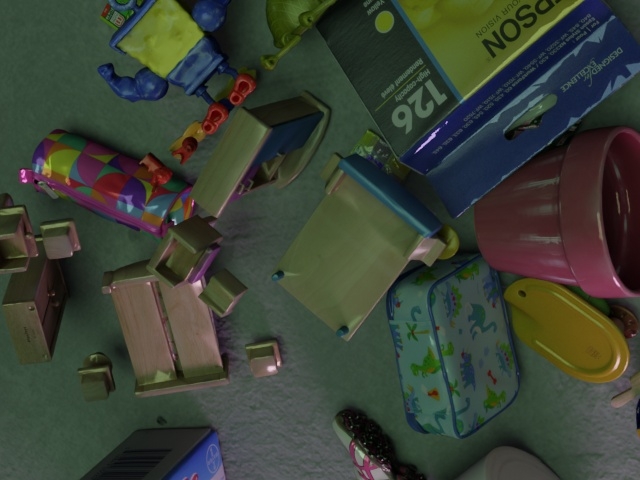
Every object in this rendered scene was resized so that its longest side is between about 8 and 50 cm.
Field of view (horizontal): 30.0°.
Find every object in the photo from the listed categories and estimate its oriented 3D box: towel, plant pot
[{"bbox_3d":[0.079,-0.102,1.578,0.083,0.009,0.060,40,115,4],"label":"towel"},{"bbox_3d":[0.292,-0.030,1.436,0.180,0.201,0.201,-3,105,36],"label":"plant pot"}]

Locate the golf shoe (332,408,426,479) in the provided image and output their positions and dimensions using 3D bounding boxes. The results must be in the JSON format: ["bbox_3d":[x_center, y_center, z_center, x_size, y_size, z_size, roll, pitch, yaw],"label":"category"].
[{"bbox_3d":[0.072,0.322,1.675,0.086,0.067,0.186,-40,90,26],"label":"golf shoe"}]

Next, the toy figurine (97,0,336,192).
[{"bbox_3d":[-0.164,-0.260,1.481,0.217,0.191,0.362,42,104,-9],"label":"toy figurine"}]

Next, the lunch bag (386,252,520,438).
[{"bbox_3d":[0.173,0.131,1.527,0.090,0.176,0.219,-1,109,42],"label":"lunch bag"}]

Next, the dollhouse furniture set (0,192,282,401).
[{"bbox_3d":[-0.254,0.048,1.686,0.356,0.173,0.303,-8,122,2],"label":"dollhouse furniture set"}]

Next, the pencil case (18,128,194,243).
[{"bbox_3d":[-0.294,-0.073,1.669,0.236,0.104,0.104,20,111,12],"label":"pencil case"}]

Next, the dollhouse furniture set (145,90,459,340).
[{"bbox_3d":[0.000,0.000,1.516,0.303,0.198,0.286,39,115,12],"label":"dollhouse furniture set"}]

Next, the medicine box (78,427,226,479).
[{"bbox_3d":[-0.240,0.454,1.716,0.149,0.263,0.289,-5,104,21],"label":"medicine box"}]

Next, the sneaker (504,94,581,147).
[{"bbox_3d":[0.295,-0.156,1.464,0.178,0.072,0.077,-25,108,32],"label":"sneaker"}]

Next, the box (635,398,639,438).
[{"bbox_3d":[0.435,0.268,1.524,0.028,0.081,0.136,-16,100,23],"label":"box"}]

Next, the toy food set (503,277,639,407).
[{"bbox_3d":[0.340,0.109,1.524,0.218,0.071,0.128,37,141,9],"label":"toy food set"}]

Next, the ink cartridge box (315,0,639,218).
[{"bbox_3d":[0.177,-0.237,1.416,0.304,0.072,0.307,-41,65,24],"label":"ink cartridge box"}]

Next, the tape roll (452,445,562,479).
[{"bbox_3d":[0.241,0.413,1.547,0.246,0.246,0.169,47,115,1],"label":"tape roll"}]

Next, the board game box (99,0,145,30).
[{"bbox_3d":[-0.211,-0.359,1.558,0.043,0.092,0.181,36,114,5],"label":"board game box"}]
